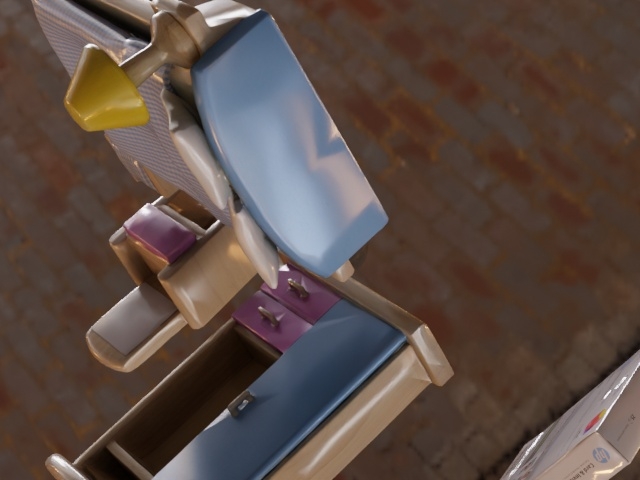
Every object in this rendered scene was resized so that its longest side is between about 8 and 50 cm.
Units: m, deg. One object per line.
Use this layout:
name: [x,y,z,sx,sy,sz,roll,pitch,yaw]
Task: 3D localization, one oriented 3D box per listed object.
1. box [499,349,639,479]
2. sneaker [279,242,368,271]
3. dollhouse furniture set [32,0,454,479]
box: [0.197,0.166,1.302,0.038,0.186,0.145,43,-139,3]
sneaker: [0.000,0.000,1.592,0.132,0.229,0.086,6,-97,42]
dollhouse furniture set: [-0.120,-0.002,0.901,0.198,0.303,0.286,-42,-141,-15]
